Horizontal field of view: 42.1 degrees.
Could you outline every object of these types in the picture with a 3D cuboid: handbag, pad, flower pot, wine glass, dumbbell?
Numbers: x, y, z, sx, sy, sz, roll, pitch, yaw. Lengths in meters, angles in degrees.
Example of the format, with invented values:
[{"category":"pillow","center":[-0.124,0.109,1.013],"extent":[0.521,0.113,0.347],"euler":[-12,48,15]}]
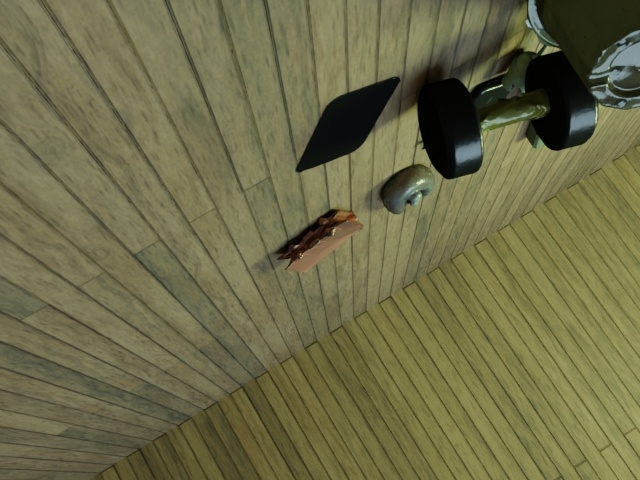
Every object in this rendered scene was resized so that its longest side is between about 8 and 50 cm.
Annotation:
[{"category":"handbag","center":[0.000,0.000,2.164],"extent":[0.212,0.059,0.157],"euler":[-38,165,16]},{"category":"pad","center":[0.052,-0.228,1.664],"extent":[0.181,0.004,0.267],"euler":[-24,163,-28]},{"category":"flower pot","center":[0.540,-0.387,1.491],"extent":[0.290,0.259,0.290],"euler":[-6,140,-5]},{"category":"wine glass","center":[0.472,-0.399,1.815],"extent":[0.079,0.079,0.195],"euler":[-24,161,-29]},{"category":"dumbbell","center":[0.379,-0.259,1.706],"extent":[0.322,0.204,0.204],"euler":[-15,162,-6]}]

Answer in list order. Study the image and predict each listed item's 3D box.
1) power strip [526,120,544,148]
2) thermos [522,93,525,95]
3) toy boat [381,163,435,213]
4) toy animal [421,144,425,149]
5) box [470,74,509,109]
[{"category":"power strip","center":[0.697,-0.369,2.390],"extent":[0.193,0.059,0.265],"euler":[-32,164,-1]},{"category":"thermos","center":[0.650,-0.403,2.061],"extent":[0.286,0.145,0.182],"euler":[-36,-164,7]},{"category":"toy boat","center":[0.243,-0.123,2.211],"extent":[0.155,0.085,0.227],"euler":[-32,165,1]},{"category":"toy animal","center":[0.345,-0.268,2.037],"extent":[0.217,0.041,0.075],"euler":[-26,-178,-28]},{"category":"box","center":[0.389,-0.338,1.951],"extent":[0.125,0.027,0.126],"euler":[-22,163,-26]}]
